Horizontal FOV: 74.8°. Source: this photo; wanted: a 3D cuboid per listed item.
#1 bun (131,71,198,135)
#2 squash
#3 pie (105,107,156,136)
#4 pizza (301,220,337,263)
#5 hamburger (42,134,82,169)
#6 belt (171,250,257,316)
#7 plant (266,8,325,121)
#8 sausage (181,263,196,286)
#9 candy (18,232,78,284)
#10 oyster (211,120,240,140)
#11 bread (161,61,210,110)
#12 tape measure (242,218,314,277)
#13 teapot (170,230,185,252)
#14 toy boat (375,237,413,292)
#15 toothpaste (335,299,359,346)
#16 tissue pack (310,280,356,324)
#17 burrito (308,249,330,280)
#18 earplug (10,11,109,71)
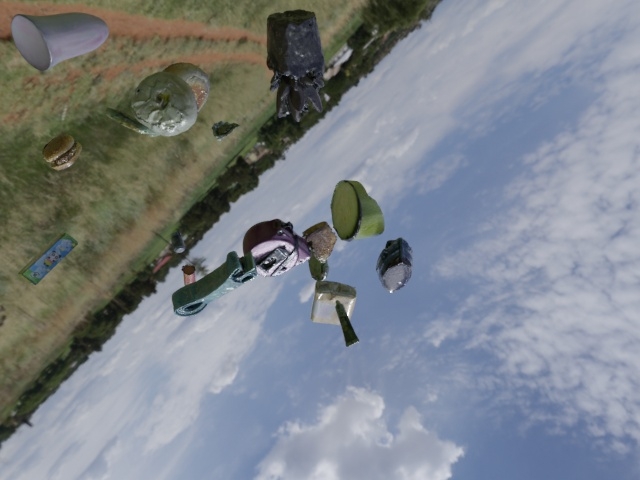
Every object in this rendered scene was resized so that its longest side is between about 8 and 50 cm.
[{"bbox_3d":[-0.585,-0.513,1.563,0.239,0.239,0.141,-47,-175,-3],"label":"bun"},{"bbox_3d":[0.126,-0.109,1.437,0.133,0.220,0.220,-12,-177,-21],"label":"squash"},{"bbox_3d":[-0.799,-0.500,1.797,0.054,0.240,0.240,-65,-166,4],"label":"pie"},{"bbox_3d":[0.000,0.000,1.873,0.147,0.226,0.069,-42,-132,-2],"label":"pizza"},{"bbox_3d":[-1.298,-0.442,2.097,0.182,0.118,0.191,-34,-130,9],"label":"hamburger"},{"bbox_3d":[-0.300,0.125,1.175,0.302,0.087,0.072,-32,-130,21],"label":"belt"},{"bbox_3d":[-0.076,-0.564,1.370,0.181,0.320,0.194,-22,-136,-17],"label":"plant"},{"bbox_3d":[-0.473,0.140,1.505,0.145,0.050,0.048,111,-33,-53],"label":"sausage"},{"bbox_3d":[-0.957,0.063,1.473,0.097,0.062,0.194,-2,-133,48],"label":"candy"},{"bbox_3d":[-0.313,-0.365,1.392,0.100,0.037,0.098,-17,-138,-24],"label":"oyster"},{"bbox_3d":[-0.625,-0.639,1.829,0.305,0.159,0.305,-47,172,-9],"label":"bread"},{"bbox_3d":[-0.178,0.030,1.635,0.245,0.231,0.149,-34,-134,16],"label":"tape measure"},{"bbox_3d":[-0.604,0.005,1.762,0.049,0.083,0.063,-20,158,-12],"label":"teapot"},{"bbox_3d":[0.264,0.079,1.501,0.309,0.129,0.142,89,-1,-59],"label":"toy boat"},{"bbox_3d":[0.083,0.278,1.438,0.049,0.031,0.204,-27,-142,5],"label":"toothpaste"},{"bbox_3d":[0.055,0.279,1.849,0.090,0.186,0.222,-83,-177,-46],"label":"tissue pack"},{"bbox_3d":[-0.007,0.131,2.398,0.144,0.089,0.229,-43,-140,27],"label":"burrito"},{"bbox_3d":[-0.879,-0.720,1.472,0.172,0.172,0.301,-32,-168,43],"label":"earplug"}]
